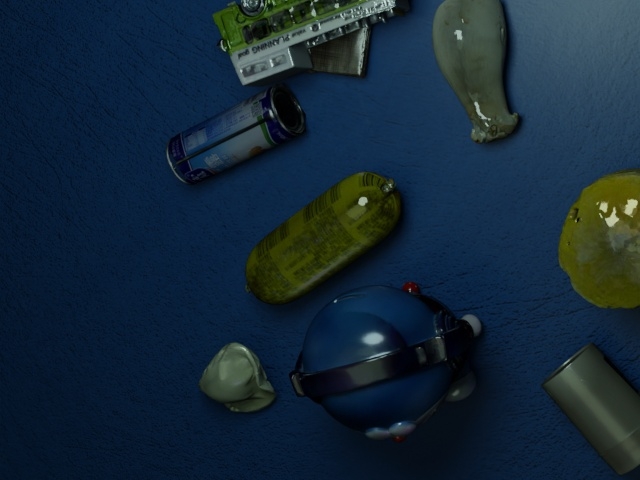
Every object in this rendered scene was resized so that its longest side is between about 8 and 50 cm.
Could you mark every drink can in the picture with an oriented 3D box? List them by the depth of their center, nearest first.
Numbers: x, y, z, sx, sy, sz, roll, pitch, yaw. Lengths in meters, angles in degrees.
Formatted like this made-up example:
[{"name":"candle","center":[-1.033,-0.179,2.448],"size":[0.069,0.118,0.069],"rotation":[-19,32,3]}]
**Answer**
[{"name":"drink can","center":[-0.145,-0.178,1.858],"size":[0.235,0.097,0.097],"rotation":[-23,91,27]}]

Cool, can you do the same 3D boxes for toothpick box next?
[{"name":"toothpick box","center":[0.436,0.257,1.669],"size":[0.181,0.111,0.111],"rotation":[49,117,9]}]

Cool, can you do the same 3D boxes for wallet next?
[{"name":"wallet","center":[-0.026,-0.338,1.794],"size":[0.230,0.042,0.124],"rotation":[10,100,21]}]

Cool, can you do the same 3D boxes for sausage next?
[{"name":"sausage","center":[0.000,0.000,1.812],"size":[0.347,0.123,0.123],"rotation":[-35,85,28]}]

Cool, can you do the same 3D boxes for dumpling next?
[{"name":"dumpling","center":[-0.141,0.253,1.955],"size":[0.134,0.100,0.169],"rotation":[36,117,-1]}]

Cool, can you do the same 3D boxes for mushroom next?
[{"name":"mushroom","center":[0.235,-0.260,1.659],"size":[0.116,0.093,0.225],"rotation":[-8,93,6]}]

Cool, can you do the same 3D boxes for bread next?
[{"name":"bread","center":[0.446,-0.008,1.570],"size":[0.197,0.170,0.197],"rotation":[7,106,24]}]

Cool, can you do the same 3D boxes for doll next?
[{"name":"doll","center":[0.105,0.181,1.699],"size":[0.284,0.310,0.240],"rotation":[-17,92,28]}]

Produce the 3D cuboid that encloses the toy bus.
[{"name":"toy bus","center":[-0.010,-0.350,1.708],"size":[0.301,0.113,0.139],"rotation":[-17,91,22]}]
